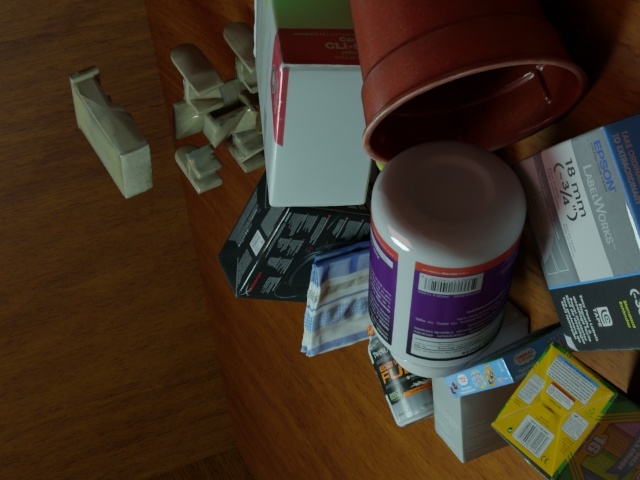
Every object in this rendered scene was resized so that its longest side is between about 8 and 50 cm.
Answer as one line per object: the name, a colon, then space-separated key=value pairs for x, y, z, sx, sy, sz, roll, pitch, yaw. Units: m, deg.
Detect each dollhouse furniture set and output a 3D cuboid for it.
dollhouse furniture set: x=-0.329 y=-0.304 z=2.437 sx=0.256 sy=0.394 sz=0.362 roll=53 pitch=157 yaw=25

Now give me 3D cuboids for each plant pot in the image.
plant pot: x=0.150 y=-0.265 z=1.290 sx=0.272 sy=0.272 sz=0.265 roll=121 pitch=138 yaw=-67

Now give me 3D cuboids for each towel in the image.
towel: x=0.071 y=0.099 z=1.921 sx=0.285 sy=0.209 sz=0.034 roll=96 pitch=153 yaw=-50

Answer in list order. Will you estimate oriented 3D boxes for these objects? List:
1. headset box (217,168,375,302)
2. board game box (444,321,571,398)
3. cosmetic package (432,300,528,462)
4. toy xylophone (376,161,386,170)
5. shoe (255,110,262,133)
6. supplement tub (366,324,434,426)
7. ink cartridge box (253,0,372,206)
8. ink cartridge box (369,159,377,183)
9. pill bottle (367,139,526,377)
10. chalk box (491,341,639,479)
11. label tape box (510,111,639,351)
headset box: x=0.000 y=0.000 z=1.887 sx=0.218 sy=0.293 sz=0.110 roll=-59 pitch=42 yaw=31
board game box: x=0.273 y=0.153 z=1.431 sx=0.039 sy=0.160 sz=0.211 roll=63 pitch=161 yaw=7
cosmetic package: x=0.243 y=0.208 z=1.638 sx=0.107 sy=0.127 sz=0.238 roll=-134 pitch=33 yaw=-57
toy xylophone: x=0.157 y=-0.103 z=1.682 sx=0.236 sy=0.081 sz=0.322 roll=-136 pitch=34 yaw=-57
shoe: x=-0.078 y=-0.263 z=2.310 sx=0.219 sy=0.058 sz=0.076 roll=-172 pitch=86 yaw=-67
supplement tub: x=0.159 y=0.230 z=1.932 sx=0.117 sy=0.117 sz=0.190 roll=121 pitch=129 yaw=-67
ink cartridge box: x=-0.014 y=-0.283 z=1.722 sx=0.279 sy=0.160 sz=0.384 roll=96 pitch=169 yaw=-45
ink cartridge box: x=0.015 y=-0.173 z=2.074 sx=0.324 sy=0.071 sz=0.330 roll=-128 pitch=30 yaw=-48
pill bottle: x=0.151 y=0.038 z=1.349 sx=0.323 sy=0.181 sz=0.181 roll=89 pitch=157 yaw=-53
chalk box: x=0.341 y=0.243 z=1.296 sx=0.213 sy=0.132 sz=0.132 roll=32 pitch=-175 yaw=-34
label tape box: x=0.349 y=-0.014 z=1.137 sx=0.334 sy=0.106 sz=0.240 roll=155 pitch=97 yaw=-73
